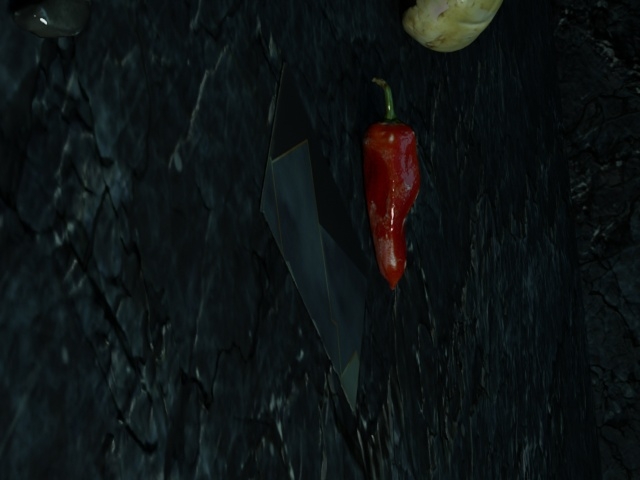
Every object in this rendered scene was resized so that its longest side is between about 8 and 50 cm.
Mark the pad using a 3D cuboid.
[{"bbox_3d":[0.000,0.000,1.199,0.243,0.004,0.164,67,22,-44],"label":"pad"}]

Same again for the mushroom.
[{"bbox_3d":[0.137,-0.268,1.615,0.148,0.112,0.148,25,90,-89],"label":"mushroom"}]

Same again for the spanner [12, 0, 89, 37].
[{"bbox_3d":[-0.131,-0.232,0.816,0.087,0.024,0.316,58,28,-44],"label":"spanner"}]

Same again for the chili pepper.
[{"bbox_3d":[0.064,-0.049,1.361,0.059,0.050,0.191,-104,-170,-79],"label":"chili pepper"}]
